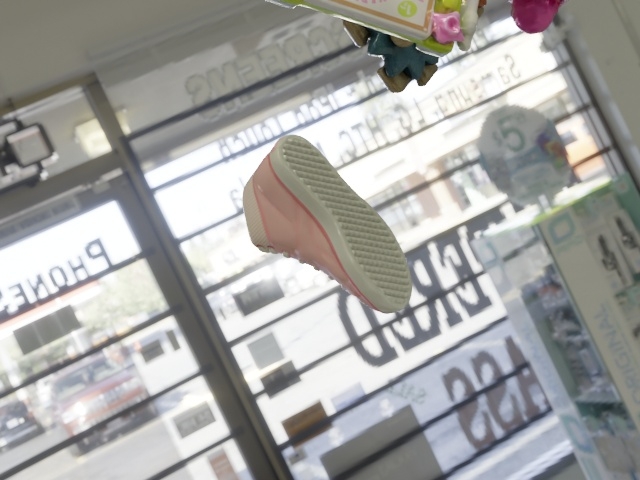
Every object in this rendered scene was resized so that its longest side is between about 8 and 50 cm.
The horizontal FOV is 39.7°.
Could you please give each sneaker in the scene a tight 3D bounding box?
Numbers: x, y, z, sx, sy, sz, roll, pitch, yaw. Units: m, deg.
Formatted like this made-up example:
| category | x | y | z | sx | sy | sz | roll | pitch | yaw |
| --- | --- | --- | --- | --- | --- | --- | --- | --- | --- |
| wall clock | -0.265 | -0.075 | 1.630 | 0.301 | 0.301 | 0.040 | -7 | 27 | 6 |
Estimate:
| category | x | y | z | sx | sy | sz | roll | pitch | yaw |
| --- | --- | --- | --- | --- | --- | --- | --- | --- | --- |
| sneaker | 0.000 | 0.000 | 0.587 | 0.070 | 0.134 | 0.051 | -38 | 2 | 42 |

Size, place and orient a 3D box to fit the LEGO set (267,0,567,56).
| category | x | y | z | sx | sy | sz | roll | pitch | yaw |
| --- | --- | --- | --- | --- | --- | --- | --- | --- | --- |
| LEGO set | -0.029 | -0.130 | 0.352 | 0.286 | 0.107 | 0.132 | 10 | -9 | 7 |

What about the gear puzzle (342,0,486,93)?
| category | x | y | z | sx | sy | sz | roll | pitch | yaw |
| --- | --- | --- | --- | --- | --- | --- | --- | --- | --- |
| gear puzzle | 0.120 | -0.285 | 0.736 | 0.044 | 0.175 | 0.339 | 1 | 47 | 53 |
